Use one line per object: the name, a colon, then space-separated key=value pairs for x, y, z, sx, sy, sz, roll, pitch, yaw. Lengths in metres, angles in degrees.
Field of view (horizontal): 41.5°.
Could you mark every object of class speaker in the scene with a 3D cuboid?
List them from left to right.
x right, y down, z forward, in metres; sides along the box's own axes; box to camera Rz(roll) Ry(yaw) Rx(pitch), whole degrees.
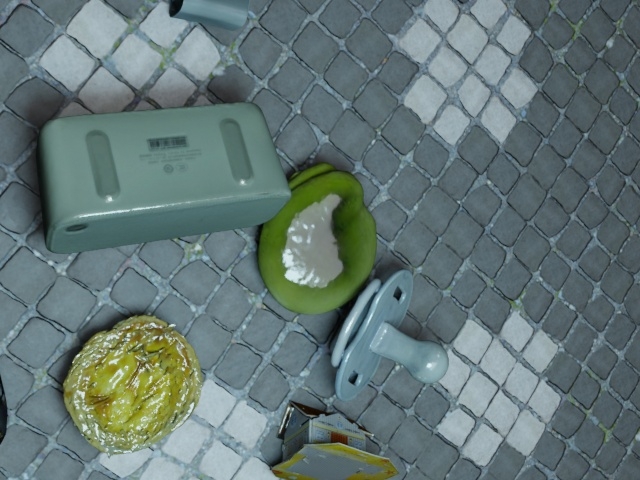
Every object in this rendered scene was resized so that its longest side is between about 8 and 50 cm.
speaker: x=-0.269 y=-0.111 z=1.432 sx=0.407 sy=0.183 sz=0.184 roll=-9 pitch=74 yaw=-24

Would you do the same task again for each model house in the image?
model house: x=0.032 y=0.385 z=1.641 sx=0.219 sy=0.207 sz=0.135 roll=20 pitch=48 yaw=-23

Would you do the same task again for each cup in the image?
cup: x=-0.198 y=-0.450 z=1.505 sx=0.130 sy=0.095 sz=0.128 roll=9 pitch=87 yaw=-27

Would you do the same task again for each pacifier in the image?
pacifier: x=0.142 y=0.196 z=1.621 sx=0.226 sy=0.238 sz=0.287 roll=23 pitch=77 yaw=20

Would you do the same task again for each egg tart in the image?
egg tart: x=-0.331 y=0.256 z=1.490 sx=0.232 sy=0.098 sz=0.252 roll=31 pitch=77 yaw=-16

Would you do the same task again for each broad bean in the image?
broad bean: x=0.000 y=0.000 z=1.606 sx=0.238 sy=0.119 sz=0.290 roll=17 pitch=87 yaw=-25

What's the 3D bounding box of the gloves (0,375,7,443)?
gloves: x=-0.656 y=0.286 z=1.320 sx=0.313 sy=0.135 sz=0.210 roll=-8 pitch=96 yaw=-23
